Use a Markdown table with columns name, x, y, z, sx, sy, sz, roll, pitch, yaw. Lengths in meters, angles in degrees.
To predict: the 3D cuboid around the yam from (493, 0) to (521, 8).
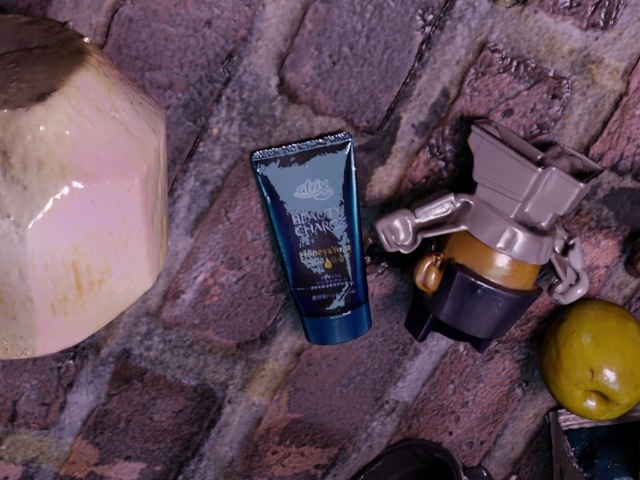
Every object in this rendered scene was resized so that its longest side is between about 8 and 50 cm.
| name | x | y | z | sx | sy | sz | roll | pitch | yaw |
| --- | --- | --- | --- | --- | --- | --- | --- | --- | --- |
| yam | 0.207 | -0.318 | 1.406 | 0.033 | 0.027 | 0.129 | 15 | 130 | 23 |

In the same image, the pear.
| name | x | y | z | sx | sy | sz | roll | pitch | yaw |
| --- | --- | --- | --- | --- | --- | --- | --- | --- | --- |
| pear | 0.360 | 0.156 | 1.687 | 0.149 | 0.162 | 0.149 | 4 | 130 | 4 |

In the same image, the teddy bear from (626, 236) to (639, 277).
| name | x | y | z | sx | sy | sz | roll | pitch | yaw |
| --- | --- | --- | --- | --- | --- | --- | --- | --- | --- |
| teddy bear | 0.465 | 0.030 | 1.681 | 0.119 | 0.078 | 0.160 | -17 | 142 | 40 |

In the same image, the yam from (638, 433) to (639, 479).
| name | x | y | z | sx | sy | sz | roll | pitch | yaw |
| --- | --- | --- | --- | --- | --- | --- | --- | --- | --- |
| yam | 0.454 | 0.205 | 1.678 | 0.061 | 0.274 | 0.061 | 11 | 140 | 9 |

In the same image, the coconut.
| name | x | y | z | sx | sy | sz | roll | pitch | yaw |
| --- | --- | --- | --- | --- | --- | --- | --- | --- | --- |
| coconut | -0.316 | -0.036 | 1.289 | 0.353 | 0.352 | 0.352 | -7 | 124 | -10 |

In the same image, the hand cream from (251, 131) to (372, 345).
| name | x | y | z | sx | sy | sz | roll | pitch | yaw |
| --- | --- | --- | --- | --- | --- | --- | --- | --- | --- |
| hand cream | 0.000 | 0.000 | 1.556 | 0.120 | 0.061 | 0.270 | -12 | 117 | -1 |

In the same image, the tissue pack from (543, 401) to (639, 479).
| name | x | y | z | sx | sy | sz | roll | pitch | yaw |
| --- | --- | --- | --- | --- | --- | --- | --- | --- | --- |
| tissue pack | 0.535 | 0.360 | 1.780 | 0.417 | 0.253 | 0.264 | -5 | 116 | -1 |

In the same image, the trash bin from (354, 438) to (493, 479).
| name | x | y | z | sx | sy | sz | roll | pitch | yaw |
| --- | --- | --- | --- | --- | --- | --- | --- | --- | --- |
| trash bin | 0.177 | 0.435 | 1.784 | 0.277 | 0.217 | 0.262 | -23 | 129 | 32 |

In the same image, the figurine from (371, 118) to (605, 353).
| name | x | y | z | sx | sy | sz | roll | pitch | yaw |
| --- | --- | --- | --- | --- | --- | --- | --- | --- | --- |
| figurine | 0.206 | 0.008 | 1.556 | 0.308 | 0.143 | 0.308 | 0 | 109 | 0 |
